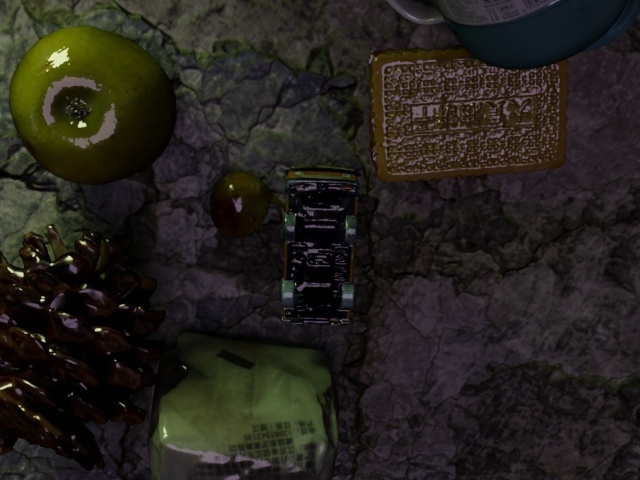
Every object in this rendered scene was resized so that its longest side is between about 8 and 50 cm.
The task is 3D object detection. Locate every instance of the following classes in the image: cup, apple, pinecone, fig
[{"bbox_3d":[0.183,-0.324,0.951,0.289,0.219,0.257,-2,142,36],"label":"cup"},{"bbox_3d":[-0.274,-0.158,1.040,0.196,0.157,0.196,0,101,-3],"label":"apple"},{"bbox_3d":[-0.317,0.126,1.082,0.242,0.298,0.296,13,77,-28],"label":"pinecone"},{"bbox_3d":[-0.096,-0.050,1.131,0.098,0.082,0.084,-20,92,-29],"label":"fig"}]

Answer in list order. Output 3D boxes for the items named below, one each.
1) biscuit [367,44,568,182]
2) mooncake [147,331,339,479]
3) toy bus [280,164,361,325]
[{"bbox_3d":[0.188,-0.164,1.111,0.254,0.029,0.172,-4,110,1],"label":"biscuit"},{"bbox_3d":[-0.096,0.237,1.133,0.254,0.250,0.136,8,116,-6],"label":"mooncake"},{"bbox_3d":[0.000,0.000,1.121,0.098,0.114,0.201,2,115,-1],"label":"toy bus"}]
